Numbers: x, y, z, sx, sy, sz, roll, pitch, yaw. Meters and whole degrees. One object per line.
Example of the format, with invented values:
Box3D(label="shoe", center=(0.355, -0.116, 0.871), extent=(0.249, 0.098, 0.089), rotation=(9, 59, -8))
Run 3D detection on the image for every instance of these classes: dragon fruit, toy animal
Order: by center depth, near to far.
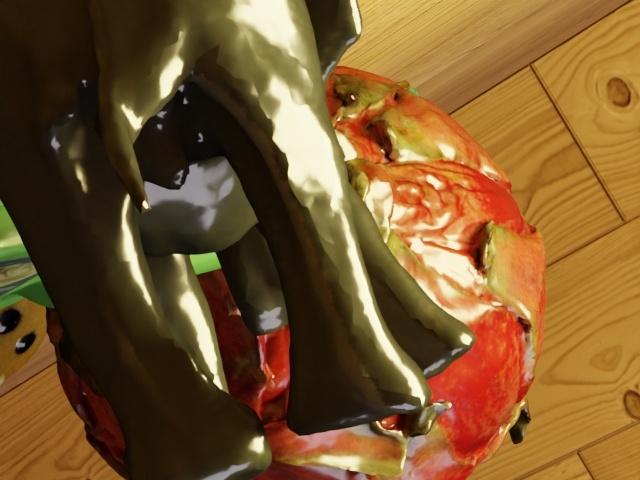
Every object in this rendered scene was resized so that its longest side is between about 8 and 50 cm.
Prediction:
Box3D(label="toy animal", center=(-0.024, -0.020, 0.449), extent=(0.115, 0.146, 0.245), rotation=(-24, 176, -10))
Box3D(label="dragon fruit", center=(-0.009, 0.033, 0.878), extent=(0.244, 0.244, 0.299), rotation=(-31, 170, -1))

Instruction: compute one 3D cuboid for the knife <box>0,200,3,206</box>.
Box3D(label="knife", center=(-0.181, 0.007, 0.608), extent=(0.260, 0.034, 0.063), rotation=(-24, 177, -31))

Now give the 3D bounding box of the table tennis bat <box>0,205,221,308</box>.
Box3D(label="table tennis bat", center=(-0.113, 0.013, 0.636), extent=(0.257, 0.039, 0.160), rotation=(-16, 174, -41))

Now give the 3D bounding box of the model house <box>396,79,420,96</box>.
Box3D(label="model house", center=(0.000, 0.000, 1.182), extent=(0.178, 0.271, 0.206), rotation=(-21, 136, -61))

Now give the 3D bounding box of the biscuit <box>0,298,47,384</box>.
Box3D(label="biscuit", center=(-0.249, 0.113, 1.107), extent=(0.240, 0.035, 0.158), rotation=(-48, 153, -11))
